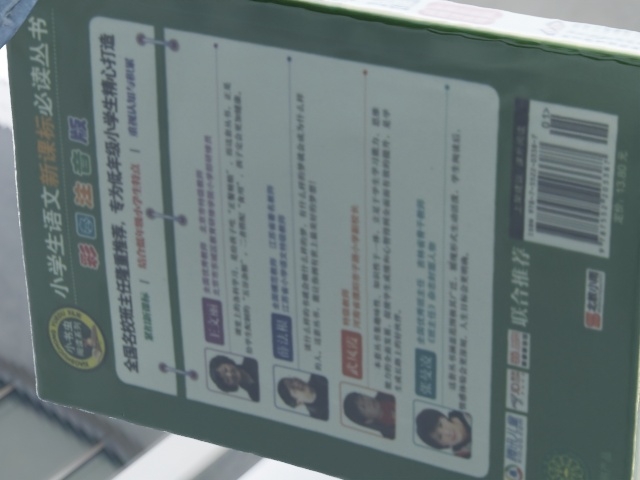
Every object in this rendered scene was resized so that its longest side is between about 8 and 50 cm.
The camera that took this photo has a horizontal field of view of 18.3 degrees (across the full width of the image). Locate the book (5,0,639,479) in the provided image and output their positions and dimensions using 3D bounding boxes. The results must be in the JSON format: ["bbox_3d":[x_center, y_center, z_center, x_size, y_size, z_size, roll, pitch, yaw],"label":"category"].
[{"bbox_3d":[0.000,0.000,0.747,0.264,0.027,0.202,12,-60,24],"label":"book"}]

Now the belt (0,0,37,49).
[{"bbox_3d":[-0.135,-0.116,0.555,0.141,0.082,0.190,31,-44,-20],"label":"belt"}]
